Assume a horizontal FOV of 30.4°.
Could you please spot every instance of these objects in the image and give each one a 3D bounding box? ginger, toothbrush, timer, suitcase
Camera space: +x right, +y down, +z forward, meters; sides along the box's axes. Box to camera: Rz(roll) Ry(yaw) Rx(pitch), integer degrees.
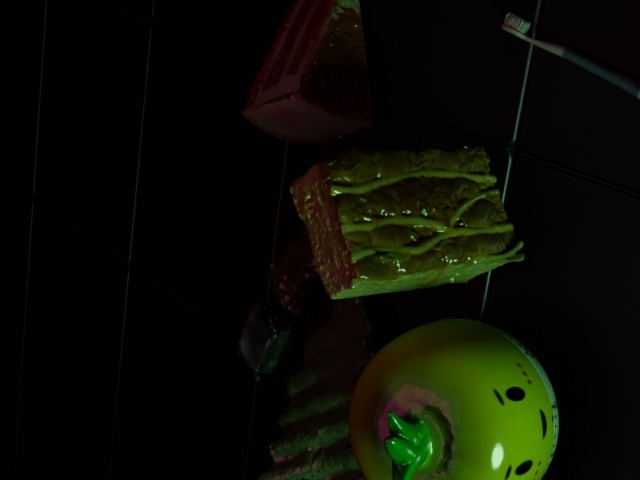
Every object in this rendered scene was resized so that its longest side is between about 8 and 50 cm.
[{"bbox_3d":[-0.001,0.001,1.836,0.290,0.084,0.122,-52,47,42],"label":"ginger"},{"bbox_3d":[0.316,-0.224,1.439,0.276,0.019,0.025,40,117,44],"label":"toothbrush"},{"bbox_3d":[0.144,0.236,1.466,0.285,0.285,0.285,8,100,53],"label":"timer"},{"bbox_3d":[-0.090,0.167,1.998,0.086,0.059,0.126,50,129,37],"label":"suitcase"}]

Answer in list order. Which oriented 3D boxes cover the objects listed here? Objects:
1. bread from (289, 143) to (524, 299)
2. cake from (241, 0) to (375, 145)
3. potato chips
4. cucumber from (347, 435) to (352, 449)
[{"bbox_3d":[0.113,-0.029,1.520,0.114,0.275,0.184,-41,61,51],"label":"bread"},{"bbox_3d":[0.018,-0.271,1.812,0.158,0.160,0.262,-9,51,54],"label":"cake"},{"bbox_3d":[0.038,0.307,1.807,0.373,0.097,0.389,58,132,34],"label":"potato chips"},{"bbox_3d":[0.152,0.331,1.625,0.257,0.043,0.044,26,129,18],"label":"cucumber"}]
